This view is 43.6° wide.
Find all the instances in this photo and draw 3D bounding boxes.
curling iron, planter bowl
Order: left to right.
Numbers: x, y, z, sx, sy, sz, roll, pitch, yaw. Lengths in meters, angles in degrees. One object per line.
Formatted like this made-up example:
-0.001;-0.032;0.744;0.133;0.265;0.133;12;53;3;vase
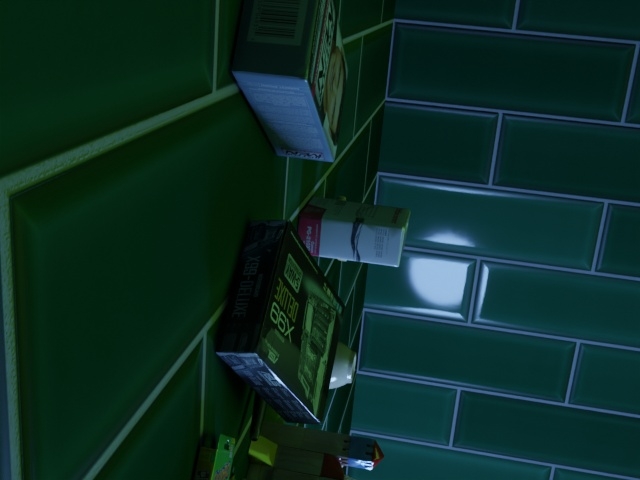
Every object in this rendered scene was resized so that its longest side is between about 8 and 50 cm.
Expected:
-0.106;0.250;1.530;0.068;0.035;0.274;87;12;-57;curling iron
0.052;0.383;2.464;0.162;0.109;0.162;7;90;-81;planter bowl

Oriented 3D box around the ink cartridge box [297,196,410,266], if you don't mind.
0.079;-0.023;1.838;0.172;0.237;0.100;-57;154;-70;ink cartridge box

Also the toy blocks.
-0.022;0.528;1.584;0.191;0.260;0.381;87;14;-52;toy blocks

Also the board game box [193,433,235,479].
-0.178;0.427;1.217;0.124;0.039;0.259;73;28;-72;board game box

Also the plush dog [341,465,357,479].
-0.024;0.700;2.160;0.262;0.210;0.225;61;42;-27;plush dog

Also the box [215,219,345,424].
-0.058;0.147;1.372;0.307;0.076;0.242;59;36;-51;box

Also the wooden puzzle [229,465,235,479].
-0.162;0.447;1.432;0.049;0.006;0.083;33;65;-81;wooden puzzle

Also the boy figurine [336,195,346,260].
0.060;-0.035;2.136;0.285;0.092;0.177;84;5;-85;boy figurine

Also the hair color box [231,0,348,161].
-0.035;-0.272;1.278;0.374;0.113;0.185;62;36;-77;hair color box
